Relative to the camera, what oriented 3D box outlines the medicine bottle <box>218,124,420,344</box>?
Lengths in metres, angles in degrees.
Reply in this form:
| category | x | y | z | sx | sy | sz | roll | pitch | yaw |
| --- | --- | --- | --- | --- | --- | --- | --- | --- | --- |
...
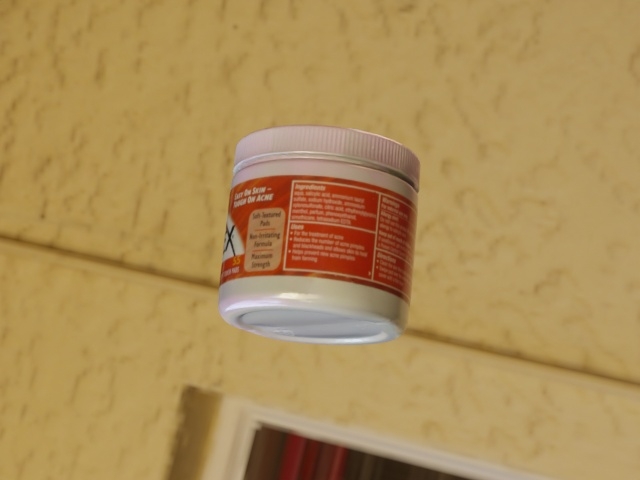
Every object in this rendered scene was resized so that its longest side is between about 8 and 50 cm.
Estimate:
| category | x | y | z | sx | sy | sz | roll | pitch | yaw |
| --- | --- | --- | --- | --- | --- | --- | --- | --- | --- |
| medicine bottle | 0.000 | 0.000 | 2.009 | 0.252 | 0.252 | 0.241 | 42 | -128 | -65 |
